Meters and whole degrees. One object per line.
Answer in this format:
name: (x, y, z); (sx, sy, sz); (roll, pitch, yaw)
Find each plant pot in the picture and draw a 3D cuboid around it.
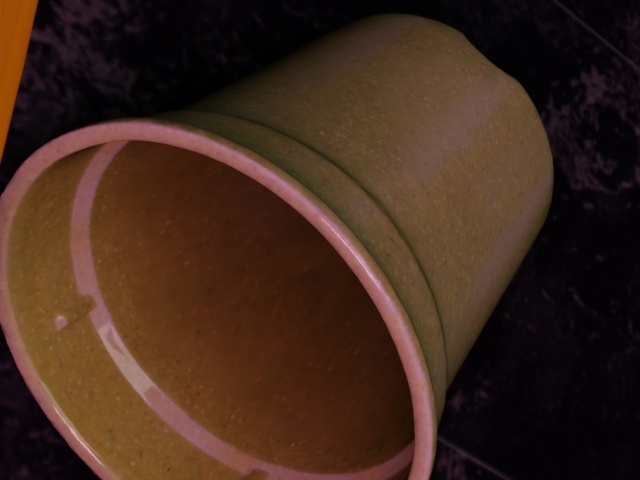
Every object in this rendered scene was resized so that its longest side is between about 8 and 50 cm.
plant pot: (0.000, 0.000, 1.054); (0.254, 0.276, 0.276); (-44, 114, -44)

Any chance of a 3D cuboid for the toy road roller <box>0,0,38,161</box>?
toy road roller: (-0.286, -0.063, 0.828); (0.240, 0.202, 0.329); (26, 70, -41)
